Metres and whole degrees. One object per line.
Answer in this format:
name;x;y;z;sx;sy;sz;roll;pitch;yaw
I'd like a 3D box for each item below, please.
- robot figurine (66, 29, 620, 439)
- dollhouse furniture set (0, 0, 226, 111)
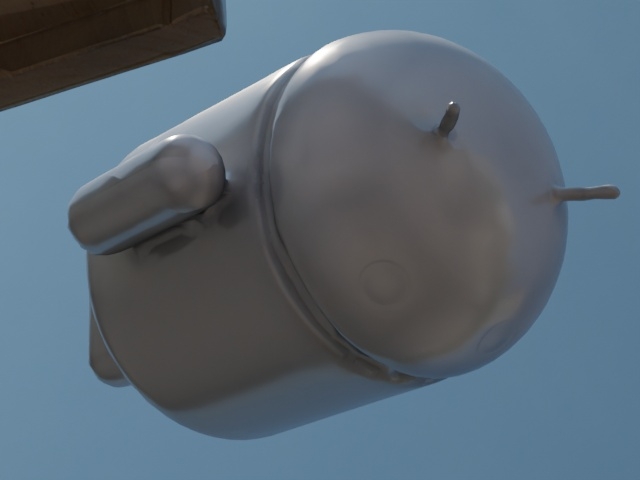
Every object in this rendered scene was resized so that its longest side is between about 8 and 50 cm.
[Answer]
robot figurine;0.000;0.000;1.130;0.353;0.300;0.200;-22;-114;45
dollhouse furniture set;-0.171;-0.187;0.497;0.355;0.174;0.303;-16;-51;10
